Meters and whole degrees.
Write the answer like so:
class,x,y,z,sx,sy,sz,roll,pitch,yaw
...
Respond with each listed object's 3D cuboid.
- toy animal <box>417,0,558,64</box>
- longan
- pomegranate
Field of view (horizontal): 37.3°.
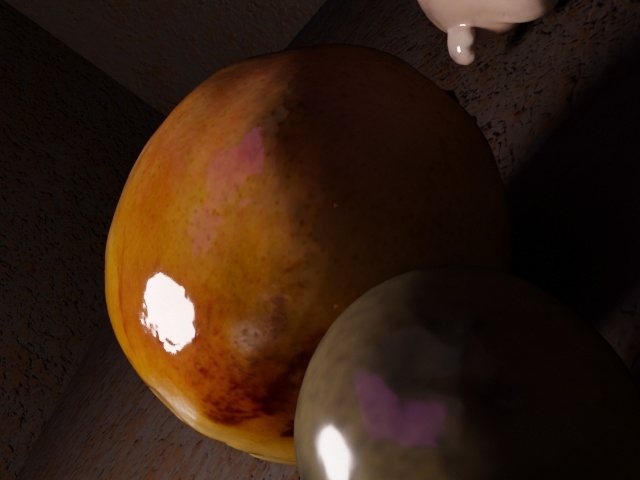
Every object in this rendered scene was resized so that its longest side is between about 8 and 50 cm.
class,x,y,z,sx,sy,sz,roll,pitch,yaw
toy animal,0.173,-0.339,1.013,0.229,0.221,0.210,-34,21,51
longan,0.073,0.098,0.467,0.167,0.167,0.187,-54,25,2
pomegranate,0.000,0.000,0.688,0.319,0.319,0.319,-49,16,19
